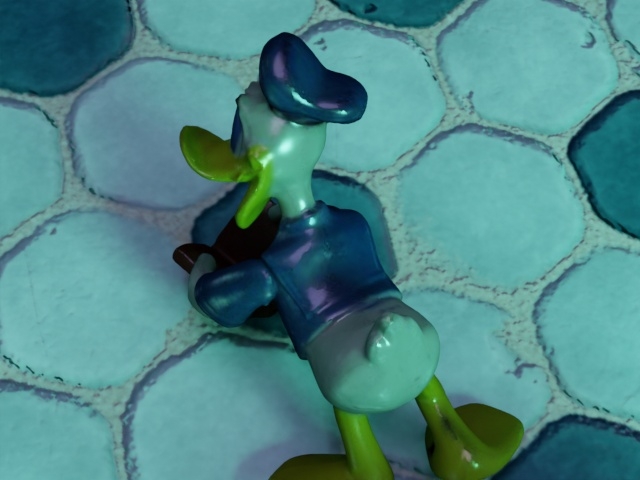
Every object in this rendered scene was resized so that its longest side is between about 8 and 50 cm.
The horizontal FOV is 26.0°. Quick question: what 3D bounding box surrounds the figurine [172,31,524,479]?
[{"bbox_3d":[0.000,0.000,1.044,0.204,0.338,0.283,-20,28,-24],"label":"figurine"}]
